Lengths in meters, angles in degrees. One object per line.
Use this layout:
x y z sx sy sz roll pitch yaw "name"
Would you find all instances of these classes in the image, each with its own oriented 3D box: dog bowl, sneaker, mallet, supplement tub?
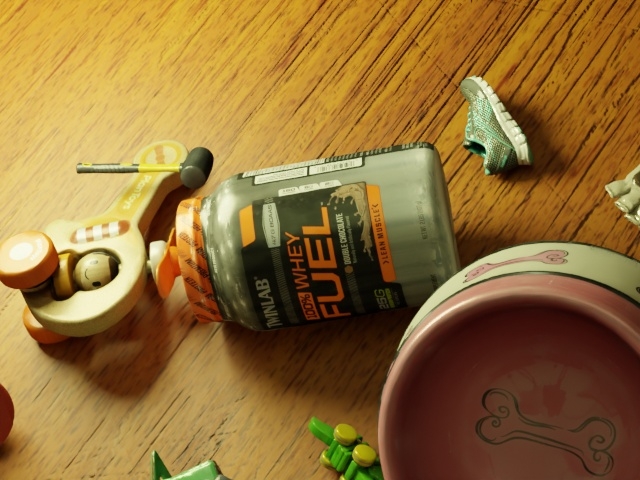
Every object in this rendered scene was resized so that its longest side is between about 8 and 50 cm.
0.242 0.208 1.523 0.408 0.150 0.408 2 95 21 "dog bowl"
0.222 -0.156 1.938 0.076 0.065 0.166 -28 55 -1 "sneaker"
-0.241 -0.094 1.934 0.189 0.039 0.062 -4 32 2 "mallet"
0.000 0.000 1.803 0.338 0.207 0.207 -10 56 8 "supplement tub"

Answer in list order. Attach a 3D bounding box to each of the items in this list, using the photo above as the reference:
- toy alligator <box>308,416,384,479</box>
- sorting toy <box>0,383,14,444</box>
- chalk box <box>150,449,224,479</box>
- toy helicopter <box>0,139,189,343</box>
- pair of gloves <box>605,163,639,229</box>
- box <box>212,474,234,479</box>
0.057 0.278 1.709 0.051 0.056 0.190 -9 44 -44 "toy alligator"
-0.568 0.286 1.838 0.365 0.127 0.126 -39 29 -9 "sorting toy"
-0.156 0.381 1.615 0.179 0.180 0.289 -24 55 -3 "chalk box"
-0.259 -0.010 1.922 0.235 0.140 0.355 7 47 25 "toy helicopter"
0.509 -0.044 1.810 0.204 0.042 0.240 -34 58 -10 "pair of gloves"
-0.117 0.557 1.225 0.297 0.480 0.472 22 40 26 "box"
